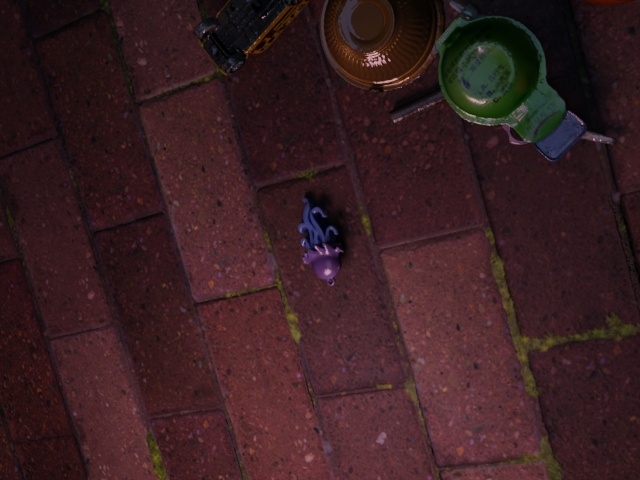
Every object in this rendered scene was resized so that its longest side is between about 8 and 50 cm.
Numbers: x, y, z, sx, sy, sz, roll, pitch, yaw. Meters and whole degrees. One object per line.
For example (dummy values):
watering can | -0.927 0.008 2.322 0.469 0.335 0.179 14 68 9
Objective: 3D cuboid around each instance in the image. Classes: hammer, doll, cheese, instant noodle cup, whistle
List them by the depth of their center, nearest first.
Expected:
cheese | 0.348 -0.283 1.543 0.320 0.083 0.204 44 117 4
whistle | 0.289 -0.431 1.591 0.100 0.035 0.035 39 114 15
hammer | 0.268 -0.301 1.632 0.297 0.027 0.125 -24 90 28
instant noodle cup | 0.105 -0.430 1.648 0.274 0.091 0.274 5 102 24
doll | 0.000 0.000 1.801 0.110 0.067 0.206 -22 79 41

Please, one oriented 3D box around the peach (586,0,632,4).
peach | 0.494 -0.546 1.306 0.373 0.290 0.372 7 98 60

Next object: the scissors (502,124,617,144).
scissors | 0.452 -0.214 1.564 0.212 0.021 0.110 20 105 21

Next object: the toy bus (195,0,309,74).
toy bus | -0.108 -0.494 1.717 0.335 0.123 0.121 -42 83 26
